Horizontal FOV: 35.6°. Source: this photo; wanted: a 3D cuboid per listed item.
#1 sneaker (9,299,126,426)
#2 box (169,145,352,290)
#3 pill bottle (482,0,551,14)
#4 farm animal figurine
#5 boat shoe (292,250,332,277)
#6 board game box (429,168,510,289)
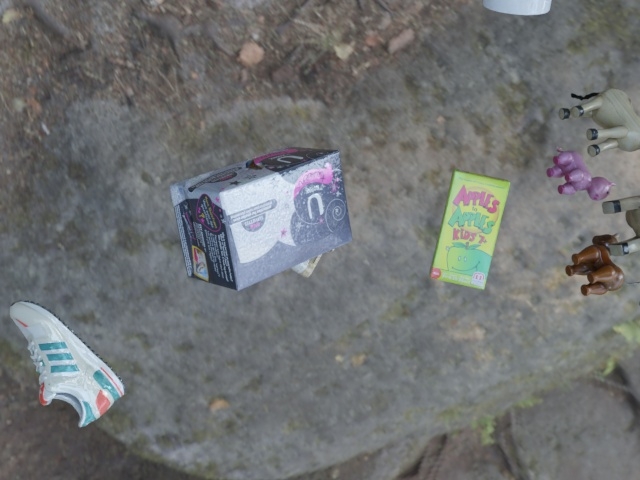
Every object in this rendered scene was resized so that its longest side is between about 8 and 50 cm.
[{"bbox_3d":[-0.295,0.137,1.100,0.161,0.057,0.075,43,65,-2],"label":"sneaker"},{"bbox_3d":[-0.088,-0.044,1.583,0.247,0.142,0.163,-23,112,-38],"label":"box"},{"bbox_3d":[0.289,-0.433,1.406,0.119,0.119,0.209,-8,119,-20],"label":"pill bottle"},{"bbox_3d":[0.517,-0.062,1.564,0.172,0.327,0.330,-13,111,-21],"label":"farm animal figurine"},{"bbox_3d":[0.000,0.000,1.770,0.059,0.063,0.170,45,57,-9],"label":"boat shoe"},{"bbox_3d":[0.243,-0.019,1.635,0.092,0.043,0.181,13,100,3],"label":"board game box"}]
